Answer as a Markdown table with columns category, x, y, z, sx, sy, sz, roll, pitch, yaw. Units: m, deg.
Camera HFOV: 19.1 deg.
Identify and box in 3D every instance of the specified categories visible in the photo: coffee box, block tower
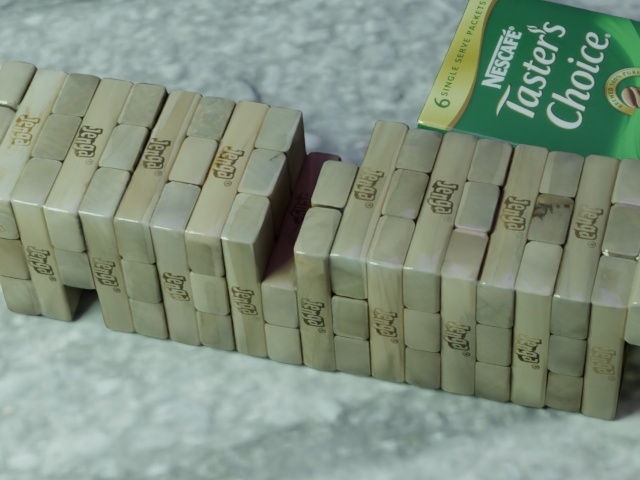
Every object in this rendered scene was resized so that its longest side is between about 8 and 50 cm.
| category | x | y | z | sx | sy | sz | roll | pitch | yaw |
| --- | --- | --- | --- | --- | --- | --- | --- | --- | --- |
| coffee box | 0.150 | -0.066 | 0.986 | 0.184 | 0.040 | 0.113 | 15 | 53 | 14 |
| block tower | 0.000 | 0.000 | 0.907 | 0.336 | 0.097 | 0.091 | 9 | 52 | 11 |
